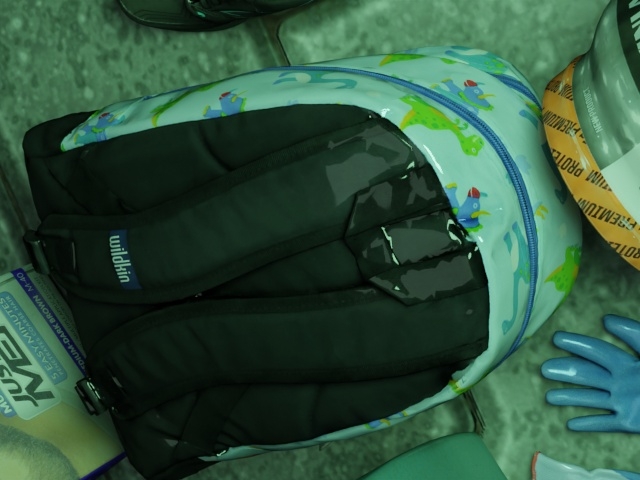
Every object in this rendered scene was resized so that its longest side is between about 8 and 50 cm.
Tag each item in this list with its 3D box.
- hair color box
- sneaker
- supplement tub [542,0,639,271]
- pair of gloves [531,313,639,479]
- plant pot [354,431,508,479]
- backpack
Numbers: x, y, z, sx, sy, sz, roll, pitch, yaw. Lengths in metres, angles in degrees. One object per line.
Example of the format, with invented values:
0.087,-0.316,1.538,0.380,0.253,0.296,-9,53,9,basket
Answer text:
-0.299,0.155,1.171,0.110,0.339,0.185,-38,85,33,hair color box
-0.050,-0.204,1.062,0.267,0.106,0.101,-11,101,33,sneaker
0.291,-0.113,0.843,0.316,0.193,0.193,-36,86,33,supplement tub
0.224,0.153,1.066,0.159,0.023,0.198,16,112,25,pair of gloves
0.049,0.242,1.061,0.165,0.234,0.165,-36,85,39,plant pot
0.000,0.000,1.030,0.355,0.273,0.290,-16,95,54,backpack
